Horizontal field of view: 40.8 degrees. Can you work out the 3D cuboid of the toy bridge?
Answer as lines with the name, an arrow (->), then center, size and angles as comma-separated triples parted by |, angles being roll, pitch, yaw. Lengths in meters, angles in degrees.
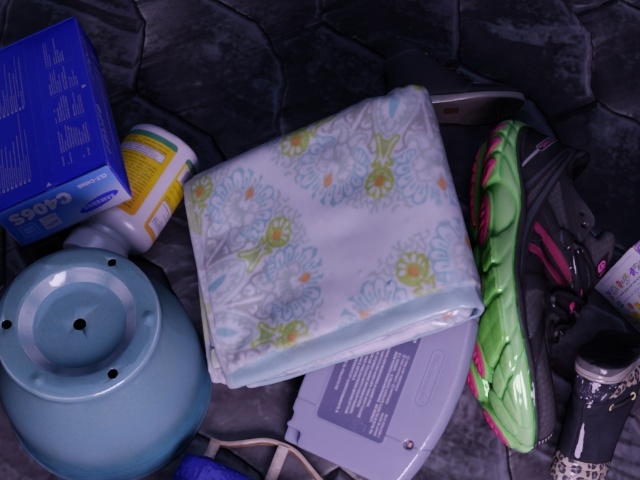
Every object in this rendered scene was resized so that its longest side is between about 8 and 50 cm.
toy bridge -> -0.057, 0.296, 1.122 | 0.188, 0.026, 0.063 | 20, 63, 5

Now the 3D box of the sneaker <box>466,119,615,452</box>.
sneaker -> 0.308, 0.048, 1.186 | 0.202, 0.185, 0.482 | 9, 68, -3

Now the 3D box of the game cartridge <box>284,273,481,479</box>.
game cartridge -> 0.090, 0.156, 1.111 | 0.196, 0.060, 0.294 | 19, 84, 30

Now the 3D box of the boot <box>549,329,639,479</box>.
boot -> 0.383, 0.220, 1.156 | 0.085, 0.236, 0.178 | 20, 104, 34

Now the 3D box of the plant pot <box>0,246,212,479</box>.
plant pot -> -0.272, 0.141, 1.053 | 0.272, 0.255, 0.271 | 2, 64, -4

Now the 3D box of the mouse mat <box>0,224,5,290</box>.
mouse mat -> -0.547, 0.015, 1.230 | 0.190, 0.007, 0.152 | -7, 65, -7

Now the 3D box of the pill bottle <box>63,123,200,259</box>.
pill bottle -> -0.270, -0.053, 1.222 | 0.118, 0.117, 0.208 | 25, 65, 7

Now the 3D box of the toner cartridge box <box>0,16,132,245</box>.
toner cartridge box -> -0.383, -0.165, 1.220 | 0.165, 0.075, 0.347 | -24, 51, 2

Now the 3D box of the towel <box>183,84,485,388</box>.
towel -> 0.000, 0.000, 1.117 | 0.375, 0.090, 0.320 | -20, 67, 20

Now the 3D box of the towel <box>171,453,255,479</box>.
towel -> -0.132, 0.437, 1.029 | 0.228, 0.076, 0.308 | 26, 65, 0

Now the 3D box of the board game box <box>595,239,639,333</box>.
board game box -> 0.550, 0.100, 1.198 | 0.142, 0.144, 0.275 | -35, 72, -19

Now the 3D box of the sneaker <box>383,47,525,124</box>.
sneaker -> 0.211, -0.253, 1.374 | 0.222, 0.083, 0.118 | -2, 64, -4
